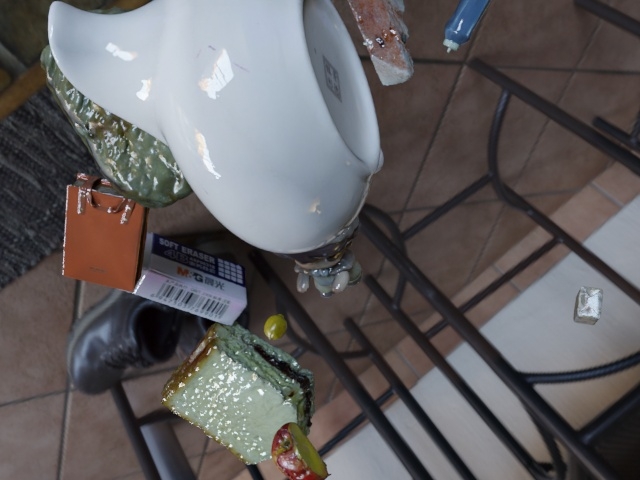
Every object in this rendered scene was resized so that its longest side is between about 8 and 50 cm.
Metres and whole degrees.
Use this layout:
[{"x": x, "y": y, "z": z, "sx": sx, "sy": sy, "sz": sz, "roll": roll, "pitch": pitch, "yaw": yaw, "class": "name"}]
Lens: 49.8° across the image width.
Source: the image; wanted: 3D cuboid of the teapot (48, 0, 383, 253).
[{"x": -0.040, "y": -0.084, "z": 0.484, "sx": 0.139, "sy": 0.204, "sz": 0.298, "roll": -18, "pitch": 148, "yaw": 19, "class": "teapot"}]

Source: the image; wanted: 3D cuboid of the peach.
[{"x": -0.029, "y": 0.274, "z": 0.868, "sx": 0.050, "sy": 0.077, "sz": 0.083, "roll": -39, "pitch": 131, "yaw": 9, "class": "peach"}]

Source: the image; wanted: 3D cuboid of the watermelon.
[{"x": 0.107, "y": -0.389, "z": 1.265, "sx": 0.094, "sy": 0.241, "sz": 0.154, "roll": -22, "pitch": 155, "yaw": 20, "class": "watermelon"}]

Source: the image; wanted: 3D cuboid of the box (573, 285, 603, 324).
[{"x": 0.513, "y": 0.126, "z": 1.324, "sx": 0.098, "sy": 0.045, "sz": 0.062, "roll": 37, "pitch": 63, "yaw": -69, "class": "box"}]

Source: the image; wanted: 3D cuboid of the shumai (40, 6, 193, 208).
[{"x": -0.221, "y": -0.176, "z": 0.912, "sx": 0.189, "sy": 0.255, "sz": 0.218, "roll": -27, "pitch": -176, "yaw": 5, "class": "shumai"}]

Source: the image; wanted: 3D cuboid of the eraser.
[{"x": -0.296, "y": 0.071, "z": 1.417, "sx": 0.287, "sy": 0.130, "sz": 0.086, "roll": 22, "pitch": 119, "yaw": -25, "class": "eraser"}]

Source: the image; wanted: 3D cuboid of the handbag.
[{"x": -0.359, "y": -0.012, "z": 1.154, "sx": 0.127, "sy": 0.062, "sz": 0.190, "roll": 15, "pitch": 121, "yaw": -4, "class": "handbag"}]

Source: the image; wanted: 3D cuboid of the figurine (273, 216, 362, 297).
[{"x": 0.000, "y": 0.001, "z": 1.642, "sx": 0.248, "sy": 0.203, "sz": 0.380, "roll": -3, "pitch": 143, "yaw": 19, "class": "figurine"}]

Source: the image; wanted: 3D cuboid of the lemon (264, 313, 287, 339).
[{"x": -0.124, "y": 0.240, "z": 1.917, "sx": 0.083, "sy": 0.062, "sz": 0.062, "roll": -64, "pitch": 152, "yaw": -30, "class": "lemon"}]

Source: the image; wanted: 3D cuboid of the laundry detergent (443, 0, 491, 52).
[{"x": 0.306, "y": -0.469, "z": 1.373, "sx": 0.061, "sy": 0.096, "sz": 0.206, "roll": 26, "pitch": 107, "yaw": -10, "class": "laundry detergent"}]

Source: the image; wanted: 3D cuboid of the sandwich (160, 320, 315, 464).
[{"x": -0.157, "y": 0.342, "z": 1.519, "sx": 0.325, "sy": 0.131, "sz": 0.262, "roll": 36, "pitch": 123, "yaw": -8, "class": "sandwich"}]
